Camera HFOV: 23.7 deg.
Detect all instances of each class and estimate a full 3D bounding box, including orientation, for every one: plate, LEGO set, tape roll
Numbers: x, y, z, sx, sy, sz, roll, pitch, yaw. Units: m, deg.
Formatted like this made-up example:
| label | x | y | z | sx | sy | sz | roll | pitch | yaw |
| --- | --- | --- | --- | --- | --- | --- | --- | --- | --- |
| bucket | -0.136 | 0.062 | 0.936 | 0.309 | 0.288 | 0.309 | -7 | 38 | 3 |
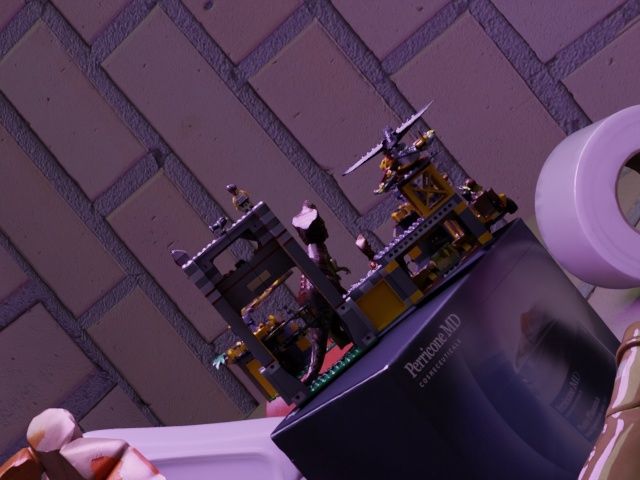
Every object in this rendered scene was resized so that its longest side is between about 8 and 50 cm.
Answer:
| label | x | y | z | sx | sy | sz | roll | pitch | yaw |
| --- | --- | --- | --- | --- | --- | --- | --- | --- | --- |
| plate | -0.140 | 0.355 | 1.807 | 0.278 | 0.277 | 0.045 | -3 | -8 | -15 |
| LEGO set | 0.000 | 0.000 | 1.455 | 0.331 | 0.192 | 0.255 | -39 | 3 | 4 |
| tape roll | 0.439 | -0.057 | 2.121 | 0.246 | 0.246 | 0.169 | -40 | 2 | -11 |

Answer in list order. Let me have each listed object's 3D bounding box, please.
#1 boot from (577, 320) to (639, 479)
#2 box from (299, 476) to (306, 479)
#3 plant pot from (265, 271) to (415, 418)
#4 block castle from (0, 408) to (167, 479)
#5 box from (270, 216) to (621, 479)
| label | x | y | z | sx | sy | sz | roll | pitch | yaw |
| --- | --- | --- | --- | --- | --- | --- | --- | --- | --- |
| boot | 0.298 | 0.209 | 1.139 | 0.089 | 0.236 | 0.270 | 84 | -155 | -53 |
| box | 0.060 | 0.336 | 1.656 | 0.215 | 0.168 | 0.345 | -42 | 4 | -33 |
| plant pot | 0.089 | 0.204 | 1.925 | 0.265 | 0.272 | 0.272 | -28 | 9 | 36 |
| block castle | -0.216 | 0.411 | 1.522 | 0.303 | 0.453 | 0.213 | -40 | -35 | -19 |
| box | 0.162 | 0.186 | 1.425 | 0.182 | 0.294 | 0.296 | -37 | 4 | 41 |
